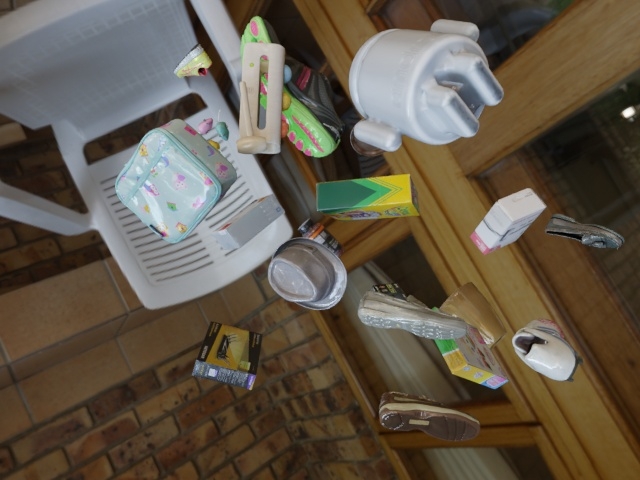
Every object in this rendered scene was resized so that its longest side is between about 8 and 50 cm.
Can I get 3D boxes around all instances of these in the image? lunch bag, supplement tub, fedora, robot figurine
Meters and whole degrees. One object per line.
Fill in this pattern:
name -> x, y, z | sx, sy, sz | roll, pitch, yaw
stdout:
lunch bag -> -0.352, -0.134, 1.129 | 0.279, 0.224, 0.107 | -39, -166, 36
supplement tub -> 0.000, 0.000, 1.981 | 0.106, 0.198, 0.106 | -43, -174, 6
fedora -> -0.064, 0.122, 1.564 | 0.124, 0.276, 0.243 | -28, 149, -60
robot figurine -> 0.189, -0.313, 0.959 | 0.300, 0.353, 0.200 | -51, 127, 1

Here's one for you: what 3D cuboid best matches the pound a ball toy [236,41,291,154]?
pound a ball toy -> -0.146, -0.368, 1.290 | 0.136, 0.318, 0.208 | 2, 176, -5

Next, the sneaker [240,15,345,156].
sneaker -> -0.088, -0.506, 1.585 | 0.185, 0.482, 0.202 | -11, -152, 50

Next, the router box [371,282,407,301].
router box -> 0.233, 0.191, 1.585 | 0.092, 0.122, 0.038 | -4, 121, -17

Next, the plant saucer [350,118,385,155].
plant saucer -> 0.195, -0.394, 1.793 | 0.169, 0.029, 0.168 | -2, 132, -2

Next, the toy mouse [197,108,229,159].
toy mouse -> -0.354, -0.362, 1.572 | 0.031, 0.161, 0.143 | -24, 141, -61

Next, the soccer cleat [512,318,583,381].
soccer cleat -> 0.579, 0.267, 1.290 | 0.331, 0.143, 0.115 | -33, 146, -80

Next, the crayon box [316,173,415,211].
crayon box -> 0.184, -0.142, 1.721 | 0.314, 0.105, 0.363 | -3, 176, 16

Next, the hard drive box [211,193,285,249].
hard drive box -> -0.276, -0.069, 1.825 | 0.232, 0.089, 0.181 | -42, -163, -26

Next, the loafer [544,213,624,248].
loafer -> 0.978, -0.017, 1.792 | 0.084, 0.268, 0.096 | -49, 133, -11

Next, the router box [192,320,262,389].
router box -> -0.380, 0.475, 2.013 | 0.308, 0.243, 0.080 | -96, -156, -70

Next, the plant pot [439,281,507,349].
plant pot -> 0.677, 0.353, 2.102 | 0.237, 0.254, 0.237 | -33, 151, -21

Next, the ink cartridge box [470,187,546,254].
ink cartridge box -> 0.632, -0.062, 1.626 | 0.159, 0.092, 0.217 | -21, 152, -20

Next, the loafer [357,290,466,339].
loafer -> 0.271, 0.213, 1.417 | 0.112, 0.320, 0.111 | 77, 29, -53

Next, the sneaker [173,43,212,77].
sneaker -> -0.462, -0.628, 1.743 | 0.209, 0.094, 0.081 | -5, -131, 55

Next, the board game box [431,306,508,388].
board game box -> 0.523, 0.390, 1.724 | 0.064, 0.242, 0.317 | -43, 133, 22

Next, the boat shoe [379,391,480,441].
boat shoe -> 0.277, 0.435, 1.224 | 0.095, 0.258, 0.095 | -85, -170, -62
